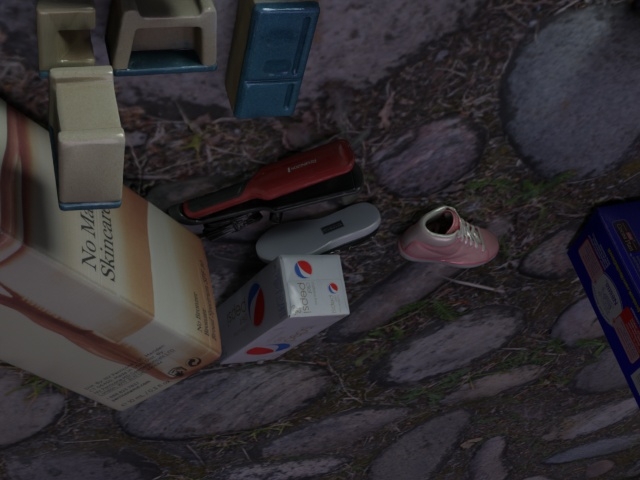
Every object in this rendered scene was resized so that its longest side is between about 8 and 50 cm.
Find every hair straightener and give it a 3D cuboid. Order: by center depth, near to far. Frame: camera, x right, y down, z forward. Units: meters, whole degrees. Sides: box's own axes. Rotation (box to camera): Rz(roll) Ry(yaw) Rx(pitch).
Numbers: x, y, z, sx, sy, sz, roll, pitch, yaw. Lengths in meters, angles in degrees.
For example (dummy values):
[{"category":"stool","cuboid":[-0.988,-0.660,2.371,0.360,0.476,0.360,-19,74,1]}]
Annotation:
[{"category":"hair straightener","cuboid":[-0.064,-0.028,0.903,0.230,0.047,0.089,-23,148,7]}]

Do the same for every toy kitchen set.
[{"category":"toy kitchen set","cuboid":[-0.097,-0.097,0.665,0.207,0.166,0.122,-6,146,-18]}]

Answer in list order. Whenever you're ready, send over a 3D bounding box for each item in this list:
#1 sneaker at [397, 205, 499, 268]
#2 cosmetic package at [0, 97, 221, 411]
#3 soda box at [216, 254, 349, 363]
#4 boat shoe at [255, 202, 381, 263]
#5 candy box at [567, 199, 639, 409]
[{"category":"sneaker","cuboid":[0.163,-0.005,1.051,0.134,0.051,0.070,2,149,-22]},{"category":"cosmetic package","cuboid":[-0.229,0.015,0.757,0.129,0.153,0.296,-30,141,19]},{"category":"soda box","cuboid":[-0.050,0.081,1.007,0.074,0.069,0.216,-1,161,-27]},{"category":"boat shoe","cuboid":[0.000,0.000,0.980,0.142,0.049,0.040,-17,149,-6]},{"category":"candy box","cuboid":[0.522,0.072,1.150,0.317,0.268,0.122,-9,151,-15]}]
